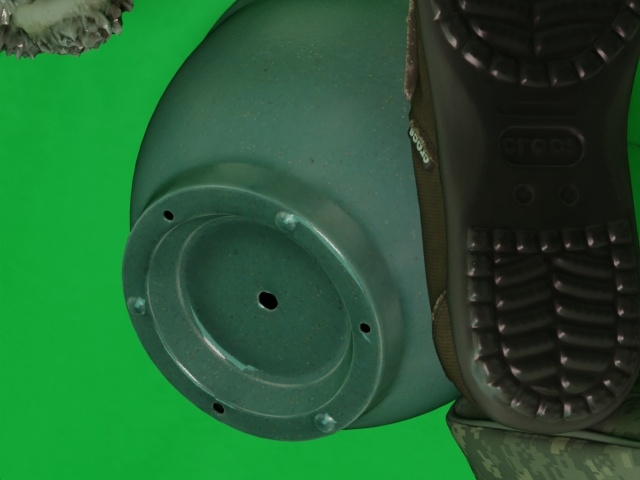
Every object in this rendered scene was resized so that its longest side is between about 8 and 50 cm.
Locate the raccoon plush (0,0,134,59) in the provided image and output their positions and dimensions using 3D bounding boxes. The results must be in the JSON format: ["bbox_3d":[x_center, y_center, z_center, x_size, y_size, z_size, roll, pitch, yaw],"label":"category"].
[{"bbox_3d":[-0.254,-0.136,1.314,0.299,0.216,0.446,23,148,4],"label":"raccoon plush"}]

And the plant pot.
[{"bbox_3d":[0.000,0.000,1.204,0.293,0.196,0.293,14,124,22],"label":"plant pot"}]

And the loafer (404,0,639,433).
[{"bbox_3d":[0.095,-0.074,1.061,0.134,0.366,0.130,8,166,-14],"label":"loafer"}]

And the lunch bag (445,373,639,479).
[{"bbox_3d":[0.240,0.173,1.084,0.305,0.212,0.256,-1,114,65],"label":"lunch bag"}]
